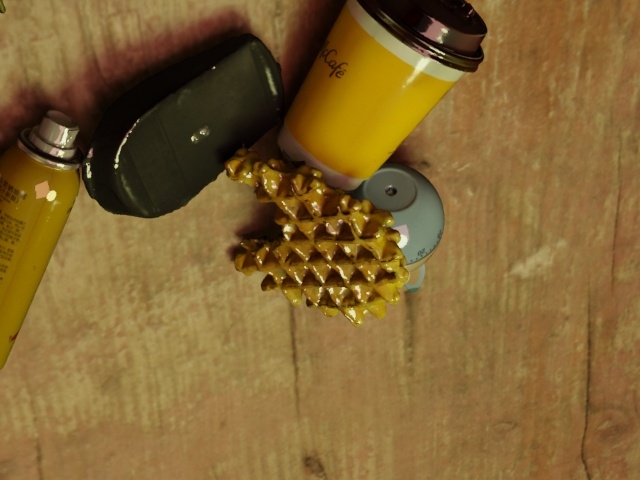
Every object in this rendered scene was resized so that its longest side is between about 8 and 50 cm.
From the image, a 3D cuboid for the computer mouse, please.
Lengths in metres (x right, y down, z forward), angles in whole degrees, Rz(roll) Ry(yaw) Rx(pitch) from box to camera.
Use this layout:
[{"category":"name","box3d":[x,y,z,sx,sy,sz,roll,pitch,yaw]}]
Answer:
[{"category":"computer mouse","box3d":[-0.175,-0.145,1.628,0.295,0.087,0.168,-38,142,-18]}]

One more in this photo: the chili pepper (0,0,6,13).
[{"category":"chili pepper","box3d":[-0.322,-0.294,1.121,0.063,0.071,0.272,-41,144,-14]}]

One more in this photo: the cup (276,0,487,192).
[{"category":"cup","box3d":[0.069,-0.206,1.656,0.196,0.196,0.280,17,122,-36]}]

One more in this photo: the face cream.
[{"category":"face cream","box3d":[-0.378,-0.001,1.607,0.105,0.105,0.349,12,116,-34]}]

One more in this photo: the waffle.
[{"category":"waffle","box3d":[0.000,0.000,1.709,0.069,0.259,0.293,-60,166,-29]}]

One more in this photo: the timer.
[{"category":"timer","box3d":[0.091,0.013,1.829,0.175,0.175,0.255,-13,125,-20]}]
